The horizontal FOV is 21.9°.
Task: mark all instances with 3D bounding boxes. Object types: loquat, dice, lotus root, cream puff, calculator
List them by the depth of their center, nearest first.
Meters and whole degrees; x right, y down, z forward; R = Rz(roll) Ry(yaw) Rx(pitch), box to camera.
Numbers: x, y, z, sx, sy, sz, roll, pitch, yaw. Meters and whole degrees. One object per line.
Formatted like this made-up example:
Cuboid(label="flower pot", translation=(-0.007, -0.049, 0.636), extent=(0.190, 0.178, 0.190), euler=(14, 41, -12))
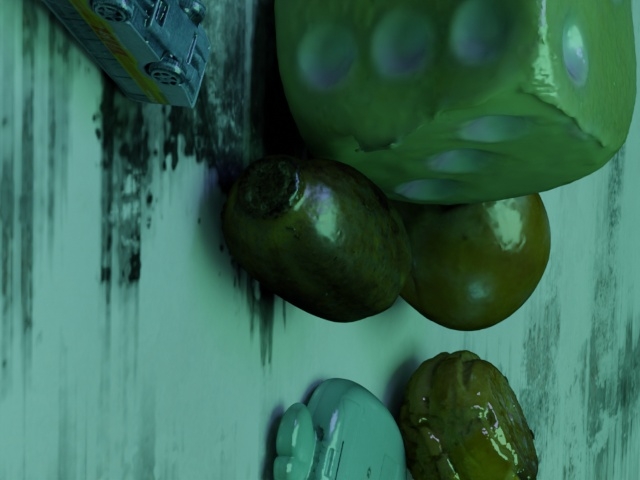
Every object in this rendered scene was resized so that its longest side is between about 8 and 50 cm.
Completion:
Cuboid(label="lotus root", translation=(0.000, 0.000, 1.389), extent=(0.241, 0.124, 0.123), euler=(30, 64, -62))
Cuboid(label="dice", translation=(0.122, -0.178, 1.427), extent=(0.250, 0.252, 0.254), euler=(19, 65, -59))
Cuboid(label="calculator", translation=(0.024, 0.230, 1.574), extent=(0.295, 0.042, 0.184), euler=(44, 55, -60))
Cuboid(label="loquat", translation=(0.140, -0.002, 1.636), extent=(0.227, 0.179, 0.179), euler=(69, 34, -59))
Cuboid(label="cream puff", translation=(0.148, 0.208, 1.735), extent=(0.189, 0.129, 0.189), euler=(-20, 90, -75))

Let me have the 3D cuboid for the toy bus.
Cuboid(label="toy bus", translation=(-0.135, -0.159, 1.131), extent=(0.190, 0.075, 0.064), euler=(49, 52, -58))
